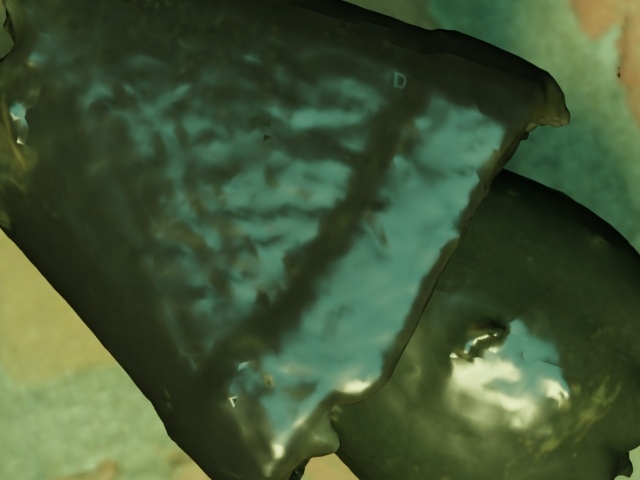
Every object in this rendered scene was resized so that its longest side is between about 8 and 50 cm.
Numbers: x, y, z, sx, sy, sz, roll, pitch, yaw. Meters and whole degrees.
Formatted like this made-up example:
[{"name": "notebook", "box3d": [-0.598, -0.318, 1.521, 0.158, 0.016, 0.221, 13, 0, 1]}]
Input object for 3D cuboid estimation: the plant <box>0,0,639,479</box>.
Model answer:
[{"name": "plant", "box3d": [0.000, 0.000, 0.592, 0.256, 0.142, 0.164, 32, 88, -5]}]
